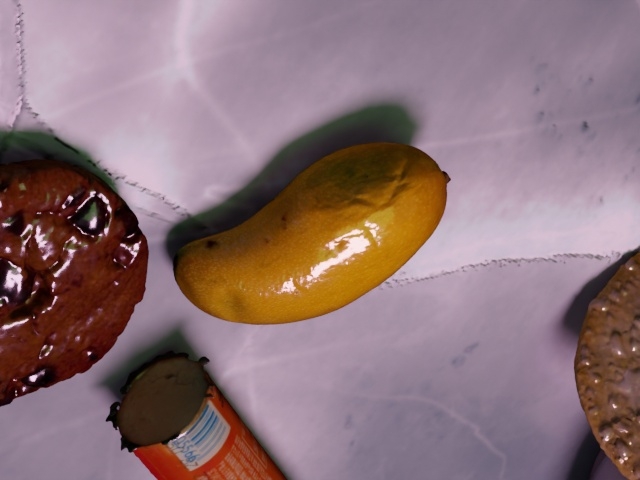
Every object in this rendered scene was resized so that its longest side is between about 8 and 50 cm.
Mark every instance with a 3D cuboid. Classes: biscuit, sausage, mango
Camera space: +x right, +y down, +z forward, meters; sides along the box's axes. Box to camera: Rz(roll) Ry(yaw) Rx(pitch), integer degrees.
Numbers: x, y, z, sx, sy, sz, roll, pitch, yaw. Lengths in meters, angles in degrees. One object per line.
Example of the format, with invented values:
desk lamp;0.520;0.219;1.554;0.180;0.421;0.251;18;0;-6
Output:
biscuit;0.302;0.105;1.169;0.220;0.220;0.033;-28;169;-10
sausage;-0.061;0.184;1.083;0.083;0.083;0.264;-34;136;-4
biscuit;-0.194;0.032;0.906;0.192;0.049;0.192;-16;133;-17
mango;0.000;0.000;0.982;0.190;0.075;0.098;-28;118;-5

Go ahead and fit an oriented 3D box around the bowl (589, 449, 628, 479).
bowl;0.338;0.229;1.313;0.287;0.144;0.287;-16;130;-20
